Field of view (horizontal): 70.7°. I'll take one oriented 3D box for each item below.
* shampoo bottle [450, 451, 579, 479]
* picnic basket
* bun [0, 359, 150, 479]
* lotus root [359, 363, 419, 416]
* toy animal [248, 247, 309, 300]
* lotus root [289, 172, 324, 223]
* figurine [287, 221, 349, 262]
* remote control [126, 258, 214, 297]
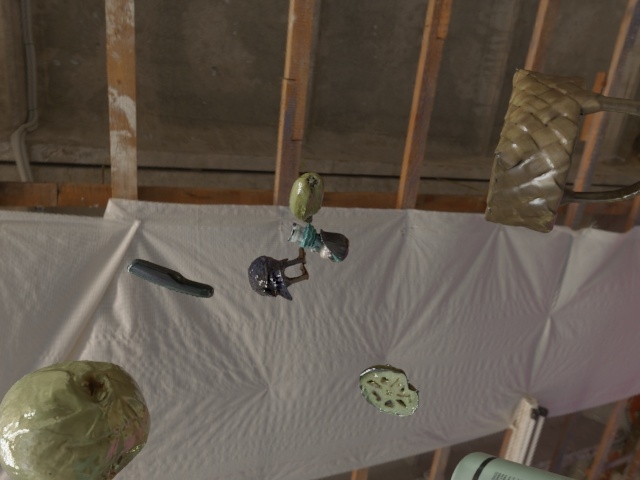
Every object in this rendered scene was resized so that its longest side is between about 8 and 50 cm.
[{"bbox_3d":[0.227,0.236,0.339,0.085,0.262,0.085,6,-100,-39],"label":"shampoo bottle"},{"bbox_3d":[0.523,-0.171,0.914,0.337,0.337,0.293,-32,-36,-9],"label":"picnic basket"},{"bbox_3d":[-0.598,0.437,1.142,0.364,0.364,0.202,27,-69,-30],"label":"bun"},{"bbox_3d":[0.234,0.481,1.494,0.078,0.203,0.184,-41,-49,-55],"label":"lotus root"},{"bbox_3d":[-0.128,0.098,1.325,0.185,0.298,0.122,-9,-73,2],"label":"toy animal"},{"bbox_3d":[-0.039,-0.109,1.193,0.090,0.077,0.183,-27,-23,-19],"label":"lotus root"},{"bbox_3d":[0.000,0.000,0.754,0.105,0.060,0.047,21,-62,-11],"label":"figurine"},{"bbox_3d":[-0.373,0.097,1.125,0.221,0.072,0.042,20,-87,1],"label":"remote control"}]
